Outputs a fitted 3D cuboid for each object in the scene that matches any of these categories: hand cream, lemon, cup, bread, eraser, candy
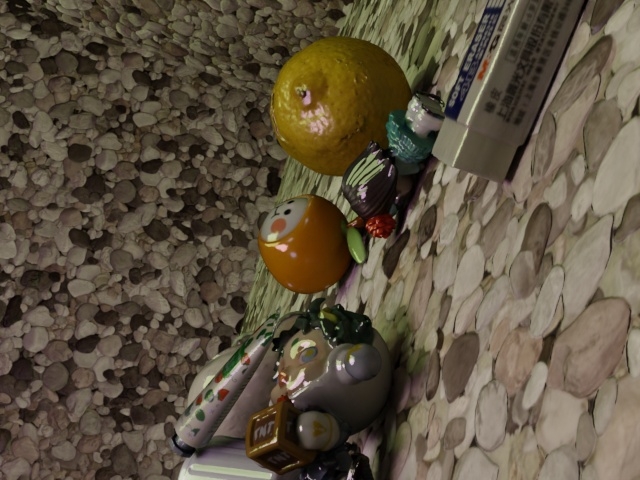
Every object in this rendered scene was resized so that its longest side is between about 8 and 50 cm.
[{"bbox_3d":[-0.140,0.218,1.269,0.276,0.059,0.095,-54,8,14],"label":"hand cream"},{"bbox_3d":[0.042,-0.252,1.589,0.293,0.293,0.292,-162,90,-80],"label":"lemon"},{"bbox_3d":[-0.082,0.380,1.308,0.202,0.166,0.221,-9,19,41],"label":"cup"},{"bbox_3d":[-0.089,0.254,1.823,0.232,0.172,0.064,-28,9,-4],"label":"bread"},{"bbox_3d":[0.231,-0.216,1.025,0.124,0.081,0.278,-110,40,-74],"label":"eraser"},{"bbox_3d":[-0.104,0.301,1.494,0.185,0.296,0.295,57,137,35],"label":"candy"}]

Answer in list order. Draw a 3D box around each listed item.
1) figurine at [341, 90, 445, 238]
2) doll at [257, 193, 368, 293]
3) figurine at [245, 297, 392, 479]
[{"bbox_3d":[0.126,-0.129,1.403,0.245,0.110,0.137,-58,33,32],"label":"figurine"},{"bbox_3d":[0.000,0.000,1.700,0.236,0.213,0.213,-16,41,24],"label":"doll"},{"bbox_3d":[-0.005,0.243,1.140,0.261,0.186,0.381,-27,31,30],"label":"figurine"}]
